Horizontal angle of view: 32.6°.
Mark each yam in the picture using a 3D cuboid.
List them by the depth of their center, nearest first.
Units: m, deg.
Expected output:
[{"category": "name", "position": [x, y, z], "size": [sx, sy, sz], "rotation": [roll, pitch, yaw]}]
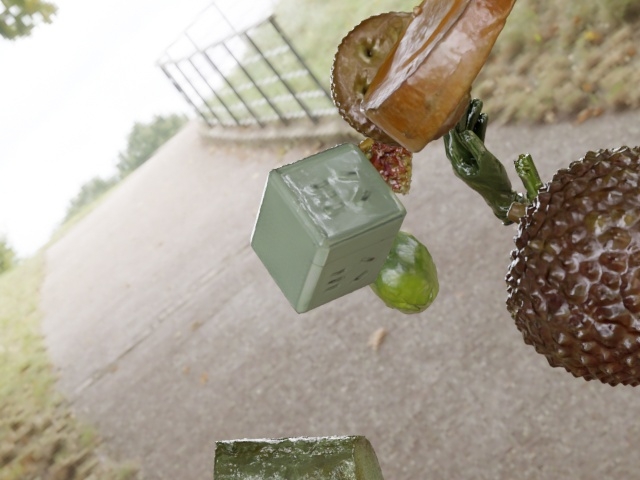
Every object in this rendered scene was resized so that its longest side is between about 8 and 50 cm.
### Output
[{"category": "yam", "position": [-0.039, 0.376, 1.655], "size": [0.268, 0.161, 0.161], "rotation": [-3, 7, 8]}]

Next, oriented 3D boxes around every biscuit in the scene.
[{"category": "biscuit", "position": [0.120, -0.242, 1.655], "size": [0.220, 0.220, 0.066], "rotation": [-38, -6, -15]}]

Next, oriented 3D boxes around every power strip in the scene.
[{"category": "power strip", "position": [0.000, 0.000, 1.454], "size": [0.140, 0.139, 0.224], "rotation": [-24, -26, -28]}]

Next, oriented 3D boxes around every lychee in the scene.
[{"category": "lychee", "position": [0.340, 0.028, 1.193], "size": [0.276, 0.304, 0.275], "rotation": [-44, -27, -29]}]

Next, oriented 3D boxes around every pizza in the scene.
[{"category": "pizza", "position": [0.152, -0.179, 2.427], "size": [0.201, 0.193, 0.053], "rotation": [-34, -41, -10]}]

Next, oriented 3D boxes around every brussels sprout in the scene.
[{"category": "brussels sprout", "position": [0.134, 0.050, 1.836], "size": [0.117, 0.155, 0.155], "rotation": [-52, 3, -4]}]

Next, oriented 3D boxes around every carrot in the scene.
[{"category": "carrot", "position": [0.167, -0.262, 1.419], "size": [0.307, 0.100, 0.258], "rotation": [-55, 11, 36]}]

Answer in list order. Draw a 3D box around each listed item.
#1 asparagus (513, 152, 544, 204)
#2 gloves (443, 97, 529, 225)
[{"category": "asparagus", "position": [0.290, -0.035, 1.420], "size": [0.030, 0.165, 0.036], "rotation": [-29, 17, -12]}, {"category": "gloves", "position": [0.299, -0.147, 2.053], "size": [0.107, 0.268, 0.135], "rotation": [-27, 15, 2]}]
